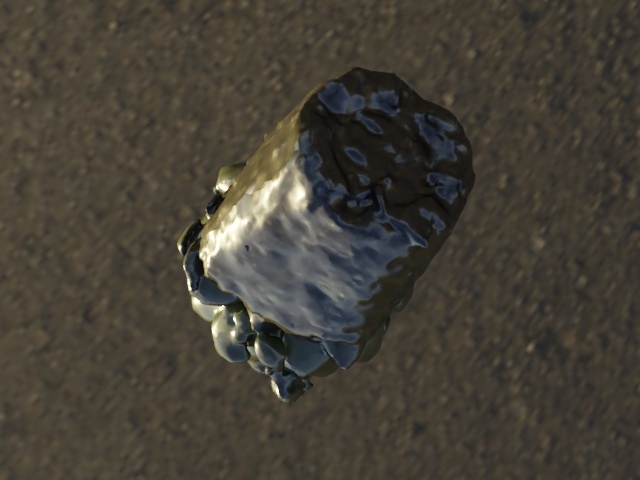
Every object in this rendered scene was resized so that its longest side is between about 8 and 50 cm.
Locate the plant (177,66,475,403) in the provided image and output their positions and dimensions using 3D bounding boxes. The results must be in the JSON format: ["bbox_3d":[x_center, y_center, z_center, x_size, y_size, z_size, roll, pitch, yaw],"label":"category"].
[{"bbox_3d":[0.000,0.000,0.738,0.092,0.094,0.143,28,150,-6],"label":"plant"}]
